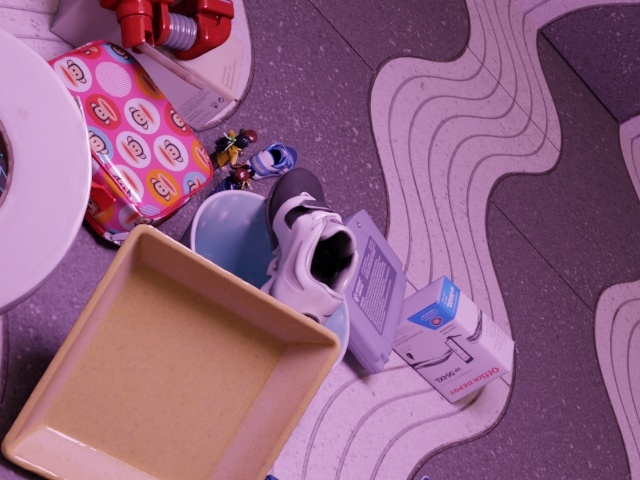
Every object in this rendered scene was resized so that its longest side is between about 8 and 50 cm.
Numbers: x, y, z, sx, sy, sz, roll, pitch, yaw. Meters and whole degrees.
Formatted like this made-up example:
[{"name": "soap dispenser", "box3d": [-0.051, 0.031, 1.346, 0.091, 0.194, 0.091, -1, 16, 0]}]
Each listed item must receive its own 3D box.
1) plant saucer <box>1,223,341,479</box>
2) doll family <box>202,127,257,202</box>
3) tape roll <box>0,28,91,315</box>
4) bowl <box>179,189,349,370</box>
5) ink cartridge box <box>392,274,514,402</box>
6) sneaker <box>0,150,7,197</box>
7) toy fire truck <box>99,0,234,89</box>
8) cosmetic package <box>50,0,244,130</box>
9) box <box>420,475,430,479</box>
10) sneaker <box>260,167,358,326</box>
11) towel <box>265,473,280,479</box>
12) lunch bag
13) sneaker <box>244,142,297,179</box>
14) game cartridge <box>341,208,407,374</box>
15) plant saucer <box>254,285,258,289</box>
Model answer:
[{"name": "plant saucer", "box3d": [-0.190, 0.189, 1.465, 0.333, 0.332, 0.081, 32, -2, -23]}, {"name": "doll family", "box3d": [-0.149, -0.121, 1.899, 0.076, 0.111, 0.193, 25, 45, -38]}, {"name": "tape roll", "box3d": [-0.465, -0.083, 1.327, 0.392, 0.072, 0.392, 4, 75, -16]}, {"name": "bowl", "box3d": [-0.121, 0.096, 1.703, 0.311, 0.163, 0.311, 31, 41, -32]}, {"name": "ink cartridge box", "box3d": [0.235, 0.184, 2.081, 0.203, 0.148, 0.086, 43, 35, -17]}, {"name": "sneaker", "box3d": [-0.429, -0.069, 1.520, 0.106, 0.101, 0.267, 15, 50, -41]}, {"name": "toy fire truck", "box3d": [-0.225, -0.331, 1.779, 0.217, 0.158, 0.246, 7, 72, -47]}, {"name": "cosmetic package", "box3d": [-0.286, -0.345, 1.922, 0.309, 0.113, 0.160, 34, 40, -30]}, {"name": "box", "box3d": [0.152, 0.488, 1.818, 0.136, 0.036, 0.225, 57, 35, 1]}, {"name": "sneaker", "box3d": [0.000, 0.000, 1.663, 0.122, 0.146, 0.330, 31, 39, -29]}, {"name": "towel", "box3d": [-0.040, 0.396, 1.666, 0.119, 0.029, 0.067, 37, 37, -24]}, {"name": "lunch bag", "box3d": [-0.320, -0.145, 1.700, 0.293, 0.120, 0.258, 53, 34, -4]}, {"name": "sneaker", "box3d": [-0.076, -0.148, 2.061, 0.053, 0.059, 0.144, 55, 33, 4]}, {"name": "game cartridge", "box3d": [0.072, 0.078, 2.015, 0.196, 0.060, 0.294, 58, 27, -23]}, {"name": "plant saucer", "box3d": [-0.068, 0.055, 1.917, 0.200, 0.037, 0.200, 32, 39, -31]}]
